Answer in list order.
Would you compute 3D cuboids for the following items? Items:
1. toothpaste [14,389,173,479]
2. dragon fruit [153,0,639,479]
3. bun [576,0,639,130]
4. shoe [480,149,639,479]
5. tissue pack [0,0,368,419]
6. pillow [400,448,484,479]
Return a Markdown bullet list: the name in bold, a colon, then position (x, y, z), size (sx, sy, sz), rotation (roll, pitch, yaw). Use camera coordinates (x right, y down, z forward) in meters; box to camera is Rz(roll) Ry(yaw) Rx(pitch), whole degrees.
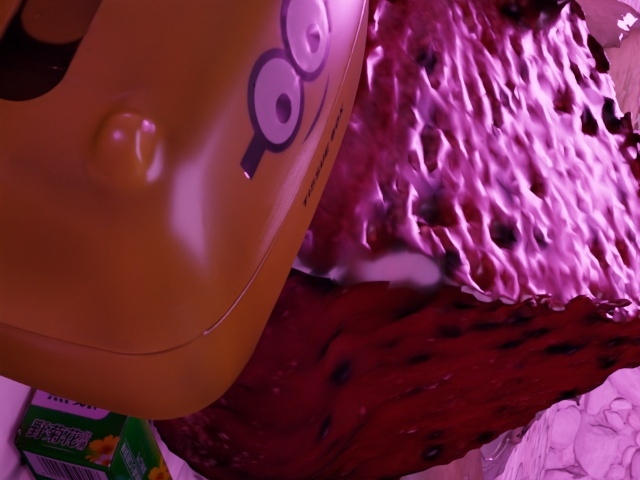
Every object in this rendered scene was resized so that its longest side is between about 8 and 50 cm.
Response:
- **toothpaste**: position (-0.086, 0.116, 0.668), size (0.178, 0.043, 0.037), rotation (79, 24, -56)
- **dragon fruit**: position (0.046, -0.007, 0.676), size (0.330, 0.240, 0.302), rotation (1, 93, -67)
- **bun**: position (0.128, -0.069, 1.107), size (0.259, 0.152, 0.259), rotation (-50, 153, -36)
- **shoe**: position (0.177, 0.059, 1.301), size (0.172, 0.198, 0.351), rotation (18, 84, -74)
- **tissue pack**: position (-0.057, -0.046, 0.483), size (0.127, 0.123, 0.178), rotation (80, 27, -55)
- **pillow**: position (0.056, 0.125, 0.989), size (0.185, 0.075, 0.302), rotation (-60, 143, -54)
